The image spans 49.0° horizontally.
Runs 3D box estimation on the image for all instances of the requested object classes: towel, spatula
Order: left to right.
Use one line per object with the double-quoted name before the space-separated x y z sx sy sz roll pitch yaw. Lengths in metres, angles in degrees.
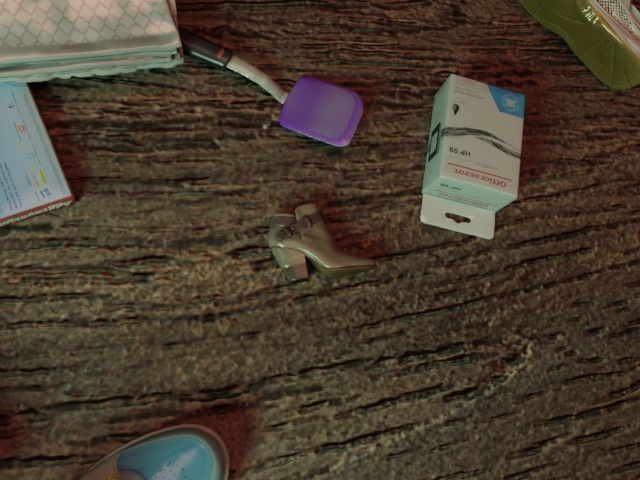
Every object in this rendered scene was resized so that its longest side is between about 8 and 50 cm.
"towel" -0.334 -0.326 0.754 0.331 0.053 0.317 -13 88 -20
"spatula" -0.089 -0.202 0.846 0.296 0.030 0.084 26 68 -5

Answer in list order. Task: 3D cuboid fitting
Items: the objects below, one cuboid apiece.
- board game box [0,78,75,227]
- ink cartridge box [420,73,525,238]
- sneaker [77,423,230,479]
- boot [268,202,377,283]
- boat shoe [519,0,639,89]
"board game box" -0.385 -0.144 0.756 0.145 0.027 0.281 -21 79 -21
"ink cartridge box" 0.189 -0.103 0.867 0.104 0.060 0.180 13 71 -10
"sneaker" -0.203 0.263 0.579 0.319 0.208 0.127 -35 83 -21
"boot" 0.000 0.000 0.800 0.118 0.042 0.087 -7 73 -16
"boat shoe" 0.360 -0.337 0.968 0.277 0.098 0.096 48 68 -6
